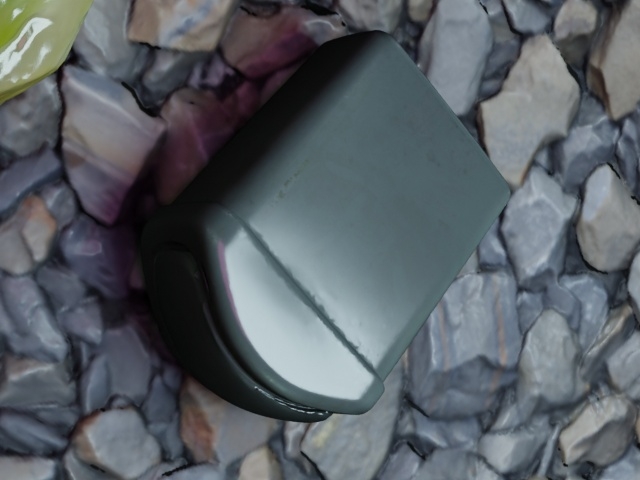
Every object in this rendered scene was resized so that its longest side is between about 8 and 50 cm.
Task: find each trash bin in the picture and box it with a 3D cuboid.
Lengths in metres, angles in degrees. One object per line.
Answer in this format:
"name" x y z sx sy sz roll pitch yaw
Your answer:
"trash bin" 0.000 0.000 1.068 0.177 0.101 0.236 49 63 -20

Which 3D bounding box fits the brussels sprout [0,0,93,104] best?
"brussels sprout" -0.232 -0.192 0.843 0.259 0.227 0.294 -26 108 -27
